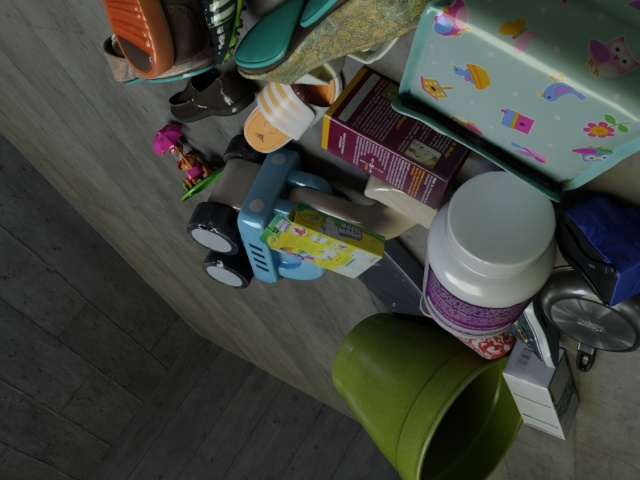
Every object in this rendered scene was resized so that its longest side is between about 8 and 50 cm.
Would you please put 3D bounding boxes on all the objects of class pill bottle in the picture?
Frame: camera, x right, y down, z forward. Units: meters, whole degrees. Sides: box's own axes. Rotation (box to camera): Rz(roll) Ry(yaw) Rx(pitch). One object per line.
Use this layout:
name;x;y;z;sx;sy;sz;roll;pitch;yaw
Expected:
pill bottle;0.233;0.028;0.807;0.169;0.169;0.301;28;165;17

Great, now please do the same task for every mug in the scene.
mug;0.288;0.131;1.097;0.169;0.150;0.113;40;121;-21

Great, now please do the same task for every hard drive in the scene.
hard drive;0.140;0.064;1.197;0.255;0.054;0.172;47;155;-25

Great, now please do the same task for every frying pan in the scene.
frying pan;0.433;0.145;0.964;0.197;0.053;0.326;32;154;10

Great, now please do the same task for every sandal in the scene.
sandal;-0.060;-0.195;0.899;0.102;0.076;0.265;42;144;-9

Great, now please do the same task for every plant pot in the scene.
plant pot;0.222;0.346;1.312;0.353;0.366;0.367;28;159;46

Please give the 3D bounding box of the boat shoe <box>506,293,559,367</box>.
boat shoe;0.372;0.159;1.036;0.083;0.065;0.183;-6;127;40

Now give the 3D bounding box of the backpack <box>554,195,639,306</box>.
backpack;0.363;0.006;0.723;0.120;0.101;0.098;60;172;39

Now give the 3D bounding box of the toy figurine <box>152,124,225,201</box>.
toy figurine;-0.309;-0.190;1.301;0.159;0.130;0.173;53;179;-7

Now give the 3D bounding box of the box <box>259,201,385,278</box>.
box;0.000;0.000;0.909;0.179;0.043;0.105;20;149;-18

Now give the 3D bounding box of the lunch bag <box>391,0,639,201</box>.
lunch bag;0.197;-0.156;0.568;0.223;0.160;0.262;30;168;3

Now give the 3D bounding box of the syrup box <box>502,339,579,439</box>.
syrup box;0.458;0.306;1.173;0.096;0.093;0.237;14;149;40

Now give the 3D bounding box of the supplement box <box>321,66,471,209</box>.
supplement box;0.107;-0.141;0.783;0.188;0.104;0.081;31;157;11

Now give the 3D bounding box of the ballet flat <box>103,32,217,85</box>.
ballet flat;-0.296;-0.331;0.987;0.315;0.107;0.106;10;133;45

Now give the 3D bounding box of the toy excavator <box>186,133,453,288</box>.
toy excavator;-0.005;-0.047;1.052;0.444;0.223;0.433;15;152;11

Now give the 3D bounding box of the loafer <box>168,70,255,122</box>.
loafer;-0.204;-0.268;1.022;0.220;0.080;0.078;4;133;43

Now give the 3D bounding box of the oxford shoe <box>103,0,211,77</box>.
oxford shoe;-0.226;-0.406;0.733;0.130;0.132;0.364;30;139;32

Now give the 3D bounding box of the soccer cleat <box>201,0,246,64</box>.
soccer cleat;-0.135;-0.324;0.766;0.072;0.060;0.179;13;134;-8

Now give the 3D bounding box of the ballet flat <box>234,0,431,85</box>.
ballet flat;0.007;-0.253;0.708;0.123;0.123;0.348;46;155;-23
